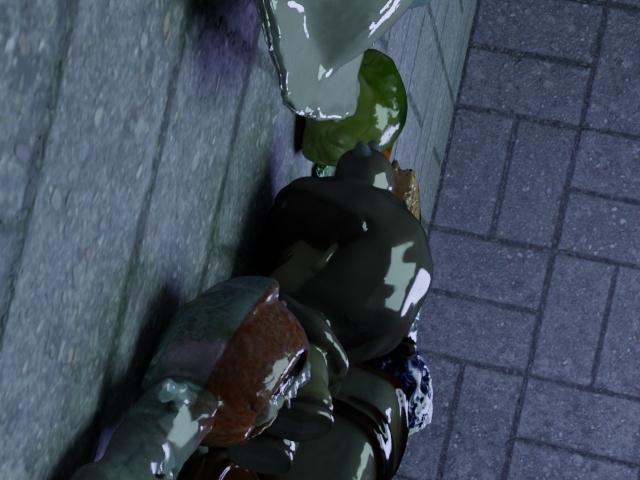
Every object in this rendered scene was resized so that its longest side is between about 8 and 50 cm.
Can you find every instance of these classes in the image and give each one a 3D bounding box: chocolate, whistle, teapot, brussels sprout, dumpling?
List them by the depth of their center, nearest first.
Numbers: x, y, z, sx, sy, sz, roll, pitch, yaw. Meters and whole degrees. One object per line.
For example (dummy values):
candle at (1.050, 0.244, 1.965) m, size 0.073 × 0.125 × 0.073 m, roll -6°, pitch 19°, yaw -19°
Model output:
whistle at (-0.104, 0.137, 0.870) m, size 0.142 × 0.133 × 0.346 m, roll -41°, pitch -176°, yaw 35°
dumpling at (0.013, -0.282, 0.888) m, size 0.341 × 0.181 × 0.260 m, roll -59°, pitch 168°, yaw 24°
teapot at (-0.112, 0.275, 1.114) m, size 0.098 × 0.078 × 0.129 m, roll 50°, pitch 35°, yaw -17°
chocolate at (0.006, 0.251, 1.283) m, size 0.283 × 0.186 × 0.283 m, roll 7°, pitch 90°, yaw -71°
brussels sprout at (0.046, -0.159, 1.312) m, size 0.151 × 0.122 × 0.149 m, roll 68°, pitch 32°, yaw -73°
chocolate at (0.088, 0.103, 1.401) m, size 0.148 × 0.126 × 0.343 m, roll -146°, pitch -131°, yaw -63°

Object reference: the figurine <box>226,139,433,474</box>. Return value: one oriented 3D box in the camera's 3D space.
figurine at (0.005, 0.074, 1.143) m, size 0.380 × 0.203 × 0.248 m, roll -65°, pitch 167°, yaw -47°

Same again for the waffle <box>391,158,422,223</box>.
waffle at (0.105, 0.024, 1.881) m, size 0.376 × 0.114 × 0.260 m, roll 62°, pitch 38°, yaw -74°

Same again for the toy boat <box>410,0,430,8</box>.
toy boat at (0.125, -0.426, 1.621) m, size 0.208 × 0.079 × 0.134 m, roll -23°, pitch 117°, yaw -64°

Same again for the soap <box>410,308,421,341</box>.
soap at (0.053, 0.109, 1.553) m, size 0.230 × 0.091 × 0.145 m, roll 12°, pitch 87°, yaw -53°

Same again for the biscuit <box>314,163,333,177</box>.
biscuit at (0.007, -0.106, 1.459) m, size 0.089 × 0.016 × 0.046 m, roll -68°, pitch 164°, yaw -46°

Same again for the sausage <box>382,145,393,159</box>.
sausage at (0.062, -0.097, 1.614) m, size 0.071 × 0.071 × 0.234 m, roll 84°, pitch 20°, yaw -59°
